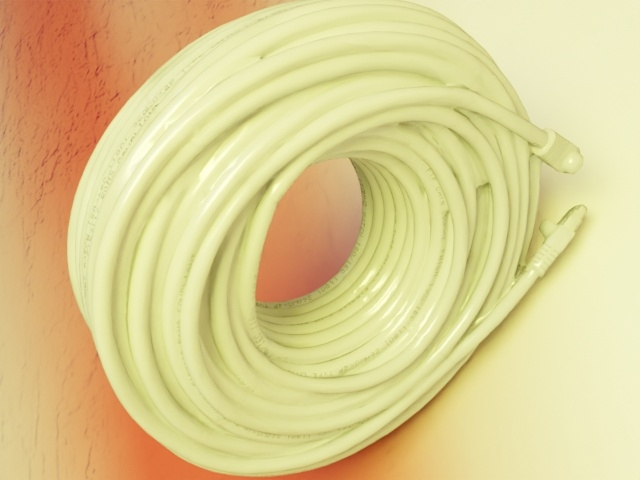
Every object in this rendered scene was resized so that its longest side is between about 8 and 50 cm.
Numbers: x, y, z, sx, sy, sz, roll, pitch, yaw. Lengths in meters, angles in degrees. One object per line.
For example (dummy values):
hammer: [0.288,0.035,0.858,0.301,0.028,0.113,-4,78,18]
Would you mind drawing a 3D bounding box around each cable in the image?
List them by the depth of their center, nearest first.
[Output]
cable: [0.000,0.000,0.429,0.257,0.257,0.089,-52,41,2]
